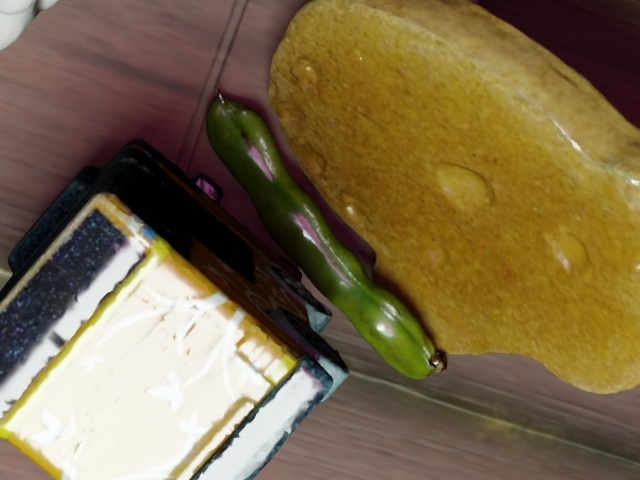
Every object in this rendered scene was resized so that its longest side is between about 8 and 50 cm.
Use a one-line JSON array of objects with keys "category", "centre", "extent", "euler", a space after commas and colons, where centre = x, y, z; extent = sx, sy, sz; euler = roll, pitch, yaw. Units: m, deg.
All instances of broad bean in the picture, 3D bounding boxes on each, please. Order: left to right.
[{"category": "broad bean", "centre": [-0.001, 0.000, 1.087], "extent": [0.256, 0.053, 0.052], "euler": [50, 135, 4]}]

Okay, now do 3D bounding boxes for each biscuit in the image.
[{"category": "biscuit", "centre": [0.106, -0.025, 1.034], "extent": [0.344, 0.287, 0.057], "euler": [36, 54, 23]}]

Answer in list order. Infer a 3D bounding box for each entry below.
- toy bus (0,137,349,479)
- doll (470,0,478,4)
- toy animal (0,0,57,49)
[{"category": "toy bus", "centre": [-0.107, 0.054, 0.978], "extent": [0.194, 0.323, 0.162], "euler": [40, 95, -9]}, {"category": "doll", "centre": [0.035, -0.296, 0.992], "extent": [0.330, 0.174, 0.235], "euler": [37, 109, -13]}, {"category": "toy animal", "centre": [-0.267, -0.211, 0.972], "extent": [0.265, 0.206, 0.271], "euler": [-15, 139, -9]}]
